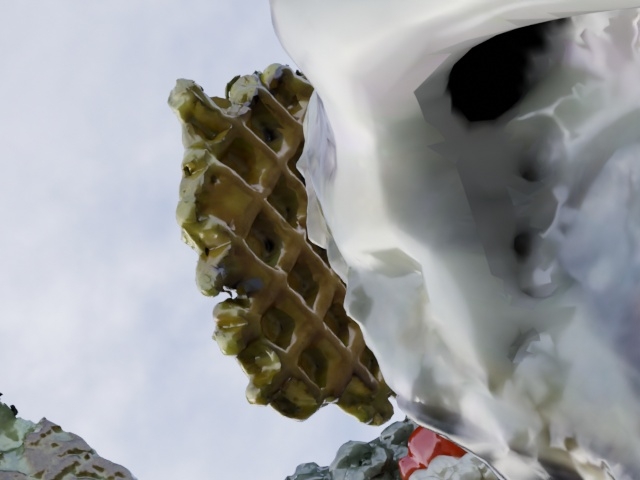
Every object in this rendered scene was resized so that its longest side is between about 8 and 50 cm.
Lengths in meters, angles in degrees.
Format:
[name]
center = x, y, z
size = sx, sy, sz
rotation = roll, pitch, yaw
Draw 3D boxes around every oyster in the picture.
[oyster]
center = 0.104, -0.015, 0.356
size = 0.114, 0.351, 0.238
rotation = -29, -60, -33

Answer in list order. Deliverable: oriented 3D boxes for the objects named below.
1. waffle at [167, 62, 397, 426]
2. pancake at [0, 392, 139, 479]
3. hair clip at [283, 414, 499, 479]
[waffle]
center = 0.001, 0.000, 0.881
size = 0.245, 0.052, 0.254
rotation = 5, -111, -49
[pancake]
center = -0.204, 0.232, 1.010
size = 0.197, 0.376, 0.054
rotation = -7, -48, -25
[hair clip]
center = -0.006, 0.188, 0.729
size = 0.321, 0.138, 0.091
rotation = -32, -24, 18
